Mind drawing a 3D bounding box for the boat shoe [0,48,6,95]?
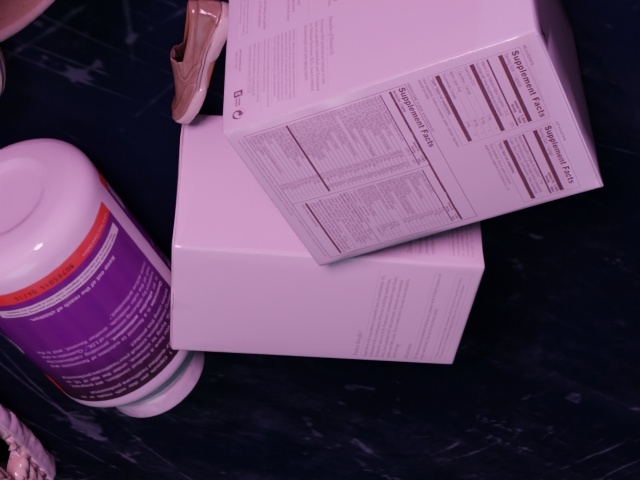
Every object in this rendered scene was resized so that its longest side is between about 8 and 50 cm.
[{"bbox_3d":[-0.521,-0.179,1.100,0.500,0.156,0.187,16,136,-20],"label":"boat shoe"}]

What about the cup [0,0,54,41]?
[{"bbox_3d":[-0.265,-0.323,0.838,0.236,0.331,0.331,27,139,5],"label":"cup"}]

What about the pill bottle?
[{"bbox_3d":[-0.247,0.054,1.364,0.181,0.182,0.323,-14,138,16],"label":"pill bottle"}]

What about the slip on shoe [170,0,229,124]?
[{"bbox_3d":[-0.120,-0.165,1.198,0.041,0.051,0.135,10,137,-21],"label":"slip on shoe"}]

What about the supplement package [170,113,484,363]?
[{"bbox_3d":[0.000,0.000,1.304,0.292,0.175,0.178,4,142,-5],"label":"supplement package"}]

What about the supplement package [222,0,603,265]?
[{"bbox_3d":[0.078,-0.139,1.115,0.262,0.199,0.198,-16,138,18],"label":"supplement package"}]

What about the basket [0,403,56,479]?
[{"bbox_3d":[-0.548,0.352,1.635,0.331,0.267,0.328,-6,149,9],"label":"basket"}]
